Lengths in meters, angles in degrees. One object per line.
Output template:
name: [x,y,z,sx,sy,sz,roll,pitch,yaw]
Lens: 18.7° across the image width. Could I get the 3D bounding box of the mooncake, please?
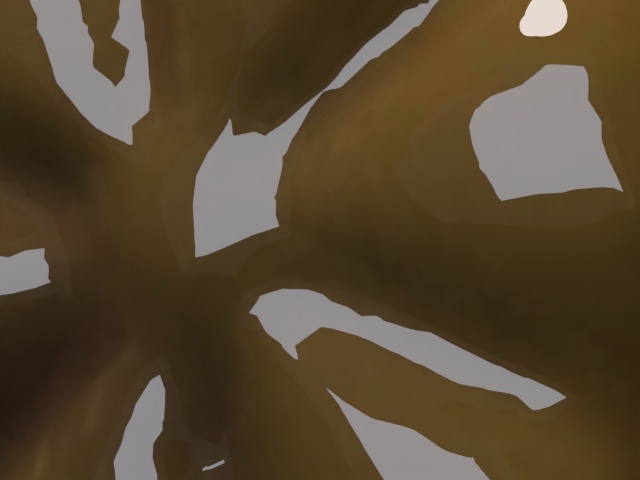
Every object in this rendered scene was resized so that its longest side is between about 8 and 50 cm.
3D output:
mooncake: [0.000,0.000,0.868,0.467,0.262,0.467,0,90,30]
